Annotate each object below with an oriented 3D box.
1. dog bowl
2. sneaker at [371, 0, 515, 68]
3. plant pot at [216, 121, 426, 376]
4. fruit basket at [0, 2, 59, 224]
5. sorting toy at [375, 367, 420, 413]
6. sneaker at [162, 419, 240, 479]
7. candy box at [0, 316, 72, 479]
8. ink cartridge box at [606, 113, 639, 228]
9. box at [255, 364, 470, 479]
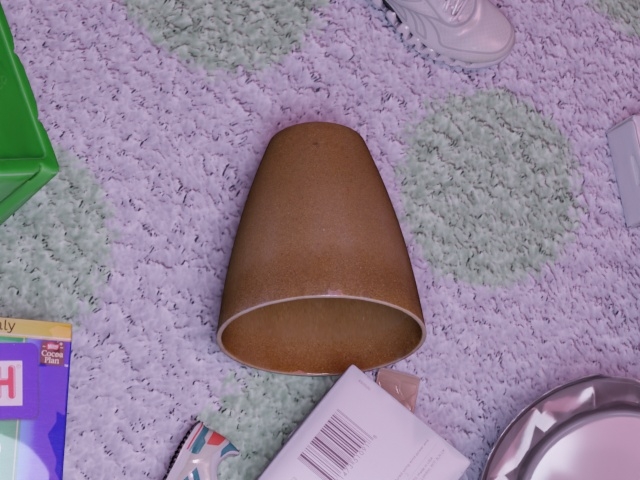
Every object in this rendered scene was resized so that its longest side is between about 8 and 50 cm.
[{"bbox_3d":[0.355,0.326,1.739,0.349,0.102,0.349,0,89,0],"label":"dog bowl"},{"bbox_3d":[0.129,-0.320,1.835,0.292,0.118,0.110,32,70,-11],"label":"sneaker"},{"bbox_3d":[0.000,0.000,1.693,0.237,0.237,0.254,8,62,-16],"label":"plant pot"},{"bbox_3d":[-0.519,-0.138,1.563,0.392,0.283,0.392,2,95,23],"label":"fruit basket"},{"bbox_3d":[0.078,0.188,1.774,0.083,0.012,0.062,16,80,-17],"label":"sorting toy"},{"bbox_3d":[-0.148,0.290,1.659,0.075,0.057,0.161,28,70,-4],"label":"sneaker"},{"bbox_3d":[-0.410,0.236,1.555,0.268,0.122,0.317,5,77,-16],"label":"candy box"},{"bbox_3d":[0.490,-0.100,1.922,0.191,0.082,0.139,-7,81,-17],"label":"ink cartridge box"},{"bbox_3d":[0.042,0.273,1.672,0.182,0.119,0.181,39,75,3],"label":"box"}]
